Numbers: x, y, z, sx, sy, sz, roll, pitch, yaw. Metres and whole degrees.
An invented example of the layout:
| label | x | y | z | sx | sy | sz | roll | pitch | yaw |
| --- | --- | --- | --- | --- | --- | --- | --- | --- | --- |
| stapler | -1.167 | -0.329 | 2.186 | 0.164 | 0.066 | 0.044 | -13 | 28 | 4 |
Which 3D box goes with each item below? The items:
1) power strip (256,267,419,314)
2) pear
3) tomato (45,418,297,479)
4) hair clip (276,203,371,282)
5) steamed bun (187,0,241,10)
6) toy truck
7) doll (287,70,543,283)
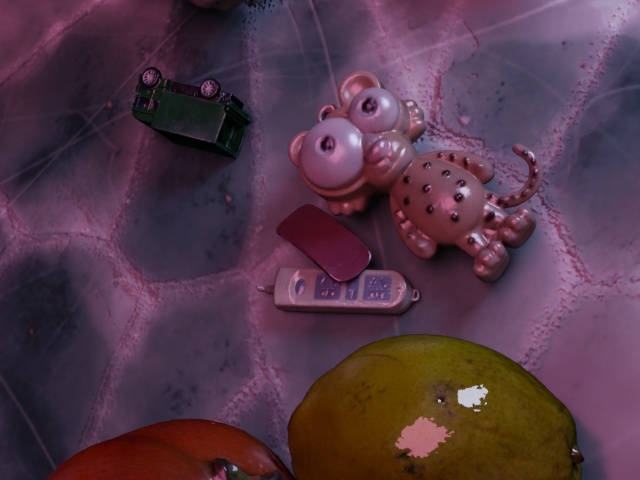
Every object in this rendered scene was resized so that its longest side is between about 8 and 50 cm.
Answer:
| label | x | y | z | sx | sy | sz | roll | pitch | yaw |
| --- | --- | --- | --- | --- | --- | --- | --- | --- | --- |
| power strip | 0.015 | 0.055 | 1.069 | 0.191 | 0.030 | 0.048 | 0 | 72 | 23 |
| pear | 0.101 | 0.188 | 0.887 | 0.269 | 0.212 | 0.212 | 2 | 73 | 23 |
| tomato | -0.141 | 0.330 | 0.888 | 0.321 | 0.321 | 0.322 | -8 | 69 | 21 |
| hair clip | 0.000 | -0.001 | 1.081 | 0.054 | 0.022 | 0.137 | -39 | 47 | -13 |
| steamed bun | -0.155 | -0.448 | 1.206 | 0.309 | 0.219 | 0.324 | 25 | 87 | -10 |
| toy truck | -0.163 | -0.160 | 1.201 | 0.147 | 0.065 | 0.079 | 17 | 83 | 26 |
| doll | 0.098 | -0.070 | 1.031 | 0.278 | 0.119 | 0.154 | 29 | 89 | 24 |
